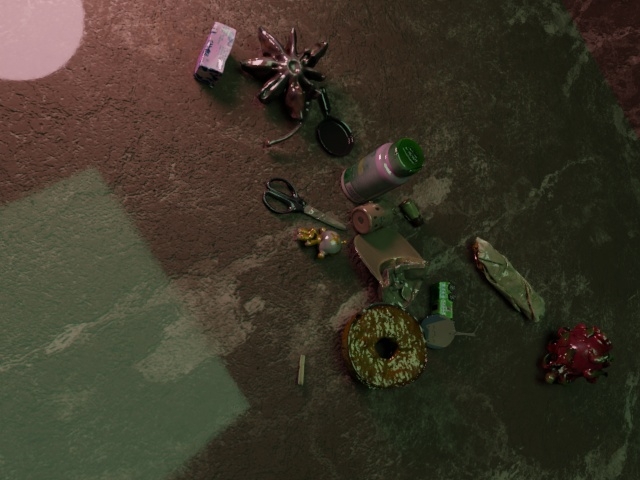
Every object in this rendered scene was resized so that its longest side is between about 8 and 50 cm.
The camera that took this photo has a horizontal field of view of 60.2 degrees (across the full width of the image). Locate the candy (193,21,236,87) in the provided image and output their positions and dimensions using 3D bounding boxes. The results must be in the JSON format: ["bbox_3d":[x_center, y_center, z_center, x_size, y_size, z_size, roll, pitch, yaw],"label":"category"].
[{"bbox_3d":[-0.301,-0.527,1.565,0.073,0.092,0.160,21,68,-20],"label":"candy"}]

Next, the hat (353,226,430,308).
[{"bbox_3d":[0.206,0.088,1.725,0.214,0.149,0.245,-20,50,-35],"label":"hat"}]

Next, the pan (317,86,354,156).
[{"bbox_3d":[0.034,-0.378,1.771,0.136,0.028,0.235,-14,87,-35],"label":"pan"}]

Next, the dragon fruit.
[{"bbox_3d":[0.931,0.423,2.020,0.198,0.273,0.218,15,52,-77],"label":"dragon fruit"}]

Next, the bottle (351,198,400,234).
[{"bbox_3d":[0.177,-0.081,1.736,0.152,0.099,0.099,-24,89,-37],"label":"bottle"}]

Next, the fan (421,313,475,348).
[{"bbox_3d":[0.403,0.293,1.754,0.175,0.005,0.113,4,96,8],"label":"fan"}]

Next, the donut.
[{"bbox_3d":[0.175,0.314,1.618,0.272,0.107,0.272,10,68,-25],"label":"donut"}]

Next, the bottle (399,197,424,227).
[{"bbox_3d":[0.308,-0.089,1.852,0.063,0.047,0.101,-37,102,-7],"label":"bottle"}]

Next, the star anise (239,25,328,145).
[{"bbox_3d":[-0.113,-0.487,1.665,0.359,0.139,0.316,-39,90,-19],"label":"star anise"}]

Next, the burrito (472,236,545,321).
[{"bbox_3d":[0.678,0.148,1.995,0.392,0.076,0.117,43,59,-15],"label":"burrito"}]

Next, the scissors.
[{"bbox_3d":[-0.036,-0.091,1.647,0.300,0.022,0.109,26,67,-25],"label":"scissors"}]

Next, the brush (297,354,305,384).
[{"bbox_3d":[-0.053,0.354,1.511,0.016,0.013,0.083,22,58,-30],"label":"brush"}]

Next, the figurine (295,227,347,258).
[{"bbox_3d":[-0.001,-0.004,1.622,0.143,0.068,0.101,34,52,-1],"label":"figurine"}]

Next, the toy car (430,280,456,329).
[{"bbox_3d":[0.398,0.214,1.805,0.063,0.071,0.165,10,72,-19],"label":"toy car"}]

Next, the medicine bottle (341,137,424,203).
[{"bbox_3d":[0.187,-0.210,1.669,0.133,0.274,0.133,9,73,-30],"label":"medicine bottle"}]
